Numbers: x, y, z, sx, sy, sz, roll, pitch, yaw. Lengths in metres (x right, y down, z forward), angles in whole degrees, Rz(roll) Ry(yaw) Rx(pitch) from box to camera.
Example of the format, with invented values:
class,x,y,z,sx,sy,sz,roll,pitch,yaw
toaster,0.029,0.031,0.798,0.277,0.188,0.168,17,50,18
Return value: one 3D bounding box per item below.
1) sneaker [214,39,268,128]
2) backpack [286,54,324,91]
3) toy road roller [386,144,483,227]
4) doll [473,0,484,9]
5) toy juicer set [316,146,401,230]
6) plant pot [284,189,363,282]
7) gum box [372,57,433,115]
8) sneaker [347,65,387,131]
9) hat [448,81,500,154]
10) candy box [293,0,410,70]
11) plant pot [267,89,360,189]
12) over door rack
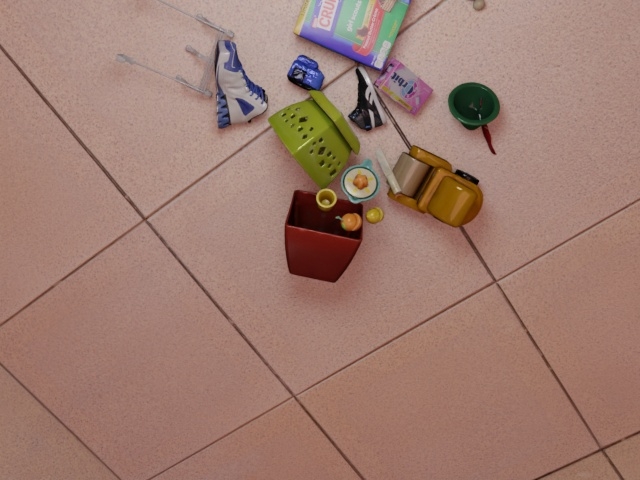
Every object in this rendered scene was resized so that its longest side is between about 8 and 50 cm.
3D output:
class,x,y,z,sx,sy,sz,roll,pitch,yaw
sneaker,-0.266,-0.522,1.635,0.182,0.127,0.316,-3,141,-13
backpack,-0.043,-0.568,1.644,0.120,0.098,0.101,28,105,-7
toy road roller,0.411,-0.174,1.688,0.329,0.240,0.203,24,108,-6
doll,0.501,-0.845,1.551,0.129,0.046,0.189,-14,108,8
toy juicer set,0.162,-0.169,1.643,0.329,0.089,0.209,-40,78,-14
plant pot,0.000,0.000,1.769,0.267,0.267,0.236,12,122,-2
gum box,0.278,-0.521,1.627,0.188,0.062,0.107,25,111,-34
sneaker,0.139,-0.484,1.675,0.121,0.079,0.217,-24,108,9
hat,0.533,-0.423,1.712,0.172,0.183,0.209,-13,67,0
candy box,0.105,-0.741,1.563,0.317,0.122,0.268,21,107,-4
plant pot,-0.009,-0.351,1.622,0.207,0.228,0.227,-39,142,6
over door rack,-0.482,-0.657,1.610,0.324,0.108,0.240,17,111,-26
